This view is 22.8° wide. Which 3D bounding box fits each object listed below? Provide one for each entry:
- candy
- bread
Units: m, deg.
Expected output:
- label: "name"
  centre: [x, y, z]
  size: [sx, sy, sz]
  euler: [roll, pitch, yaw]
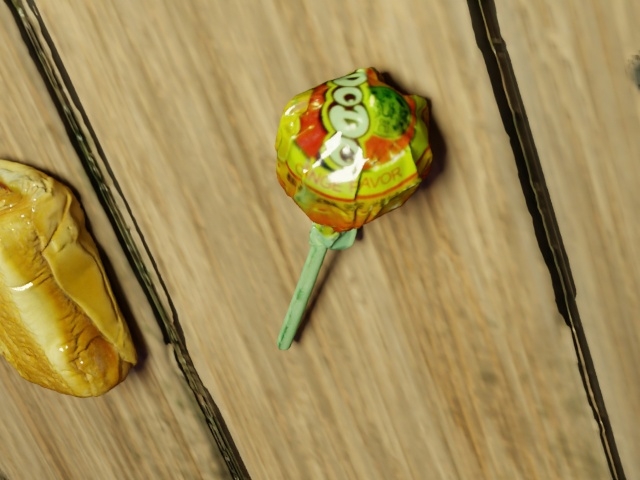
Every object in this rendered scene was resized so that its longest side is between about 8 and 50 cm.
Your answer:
- label: "candy"
  centre: [0.000, 0.000, 0.655]
  size: [0.060, 0.060, 0.201]
  euler: [36, 151, 10]
- label: "bread"
  centre: [-0.143, 0.021, 0.804]
  size: [0.074, 0.053, 0.132]
  euler: [13, 135, 41]
